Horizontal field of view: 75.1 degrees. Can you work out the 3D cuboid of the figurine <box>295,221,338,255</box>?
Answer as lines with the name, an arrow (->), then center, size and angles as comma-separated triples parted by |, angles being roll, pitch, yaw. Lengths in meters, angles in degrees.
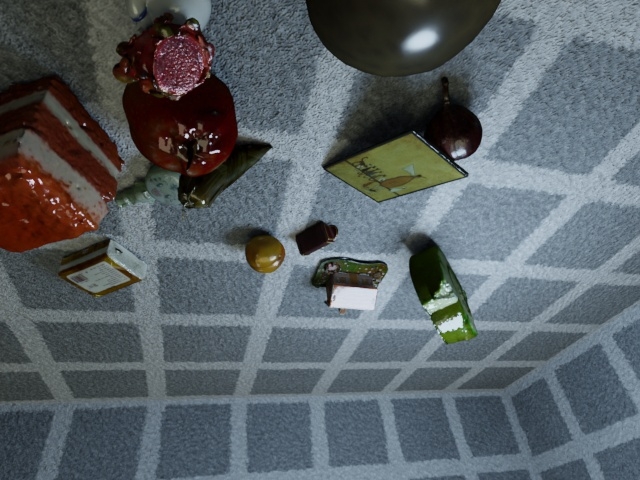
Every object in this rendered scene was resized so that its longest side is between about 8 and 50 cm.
figurine -> 0.001, -0.001, 1.473 | 0.154, 0.082, 0.098 | -27, 151, 21

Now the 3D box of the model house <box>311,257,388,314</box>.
model house -> 0.129, 0.192, 1.665 | 0.294, 0.154, 0.207 | 6, 140, -16

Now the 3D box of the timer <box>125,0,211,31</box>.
timer -> -0.335, -0.495, 0.701 | 0.270, 0.270, 0.383 | -22, 153, 16

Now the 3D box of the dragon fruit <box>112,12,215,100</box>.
dragon fruit -> -0.296, -0.330, 0.767 | 0.208, 0.150, 0.133 | -6, 139, 19

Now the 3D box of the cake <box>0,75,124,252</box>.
cake -> -0.666, -0.161, 0.959 | 0.270, 0.319, 0.270 | -16, 140, 8

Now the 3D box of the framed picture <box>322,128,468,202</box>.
framed picture -> 0.207, -0.199, 1.197 | 0.255, 0.014, 0.339 | 26, 155, -35

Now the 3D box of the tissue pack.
tissue pack -> -0.752, 0.103, 1.450 | 0.226, 0.091, 0.183 | -22, 139, 14

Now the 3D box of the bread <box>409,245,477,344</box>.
bread -> 0.464, 0.204, 1.564 | 0.129, 0.366, 0.382 | -25, 163, 21

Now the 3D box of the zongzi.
zongzi -> -0.244, -0.178, 1.082 | 0.241, 0.247, 0.111 | -16, 124, 6

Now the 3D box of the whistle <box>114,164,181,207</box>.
whistle -> -0.482, -0.151, 1.210 | 0.258, 0.067, 0.126 | -16, 128, 16

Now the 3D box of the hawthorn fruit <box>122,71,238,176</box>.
hawthorn fruit -> -0.310, -0.252, 0.926 | 0.254, 0.300, 0.254 | -7, 141, -6

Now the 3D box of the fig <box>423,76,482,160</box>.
fig -> 0.357, -0.293, 1.109 | 0.149, 0.148, 0.202 | 22, 158, 16

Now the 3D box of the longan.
longan -> 0.141, -0.480, 0.696 | 0.405, 0.336, 0.404 | -8, 141, -6

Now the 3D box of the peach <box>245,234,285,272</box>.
peach -> -0.190, 0.044, 1.448 | 0.138, 0.138, 0.138 | -5, 141, -4
